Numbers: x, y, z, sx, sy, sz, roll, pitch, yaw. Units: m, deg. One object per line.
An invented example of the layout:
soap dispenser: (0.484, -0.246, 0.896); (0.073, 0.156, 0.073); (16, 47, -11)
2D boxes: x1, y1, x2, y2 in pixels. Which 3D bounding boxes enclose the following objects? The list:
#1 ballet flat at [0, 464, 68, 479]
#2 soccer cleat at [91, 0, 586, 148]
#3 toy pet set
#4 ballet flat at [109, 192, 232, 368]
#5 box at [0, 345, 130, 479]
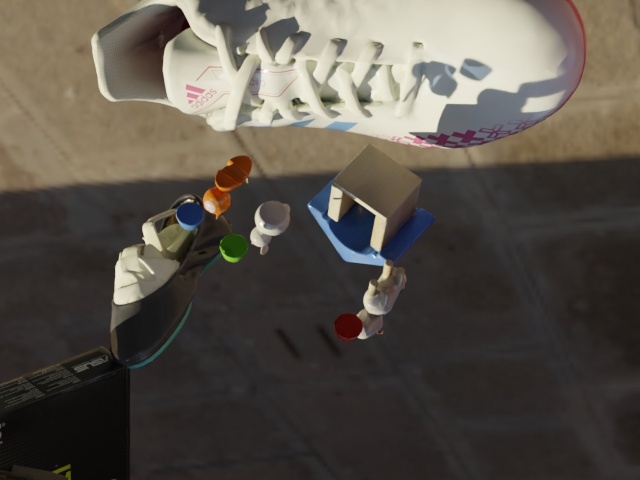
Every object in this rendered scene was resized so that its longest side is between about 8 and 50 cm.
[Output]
ballet flat: (-0.279, 0.172, 0.960); (0.250, 0.058, 0.084); (19, 155, -40)
soccer cleat: (-0.003, -0.103, 0.861); (0.331, 0.143, 0.116); (9, 115, 44)
toy pet set: (0.000, 0.000, 0.805); (0.122, 0.114, 0.065); (36, 153, 15)
ballet flat: (-0.130, 0.023, 1.161); (0.074, 0.203, 0.074); (9, 123, 14)
box: (-0.235, 0.194, 1.114); (0.191, 0.045, 0.184); (-18, 126, -38)
